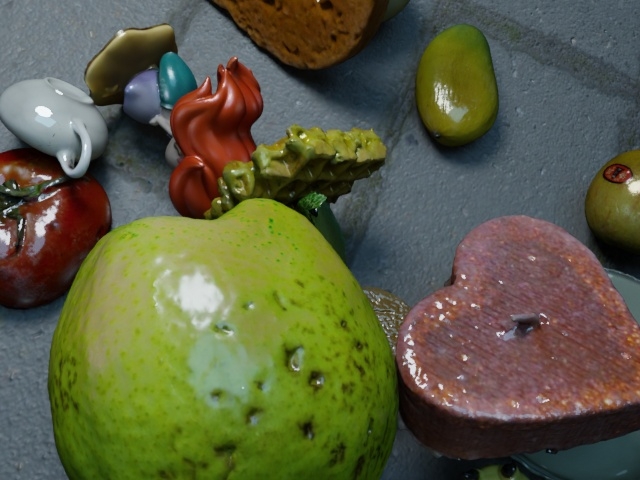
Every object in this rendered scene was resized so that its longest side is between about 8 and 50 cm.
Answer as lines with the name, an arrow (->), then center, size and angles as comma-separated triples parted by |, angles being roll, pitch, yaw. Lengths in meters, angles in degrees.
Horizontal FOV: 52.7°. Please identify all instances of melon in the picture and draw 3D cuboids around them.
melon -> 0.001, 0.000, 0.832 | 0.053, 0.262, 0.114 | -12, 71, 4

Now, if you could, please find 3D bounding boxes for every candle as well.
candle -> 0.244, 0.121, 0.745 | 0.287, 0.131, 0.317 | 31, 57, 24

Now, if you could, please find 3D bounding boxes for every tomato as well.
tomato -> -0.397, -0.031, 0.845 | 0.227, 0.101, 0.228 | 3, 67, -8

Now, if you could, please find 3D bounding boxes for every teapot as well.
teapot -> -0.350, -0.157, 0.861 | 0.145, 0.092, 0.226 | 14, 21, -45

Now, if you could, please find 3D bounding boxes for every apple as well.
apple -> 0.508, -0.054, 1.002 | 0.182, 0.182, 0.155 | 21, 97, -3

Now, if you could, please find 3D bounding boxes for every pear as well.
pear -> -0.111, 0.134, 0.699 | 0.390, 0.391, 0.391 | 4, 68, -10

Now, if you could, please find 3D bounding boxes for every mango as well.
mango -> 0.222, -0.263, 1.072 | 0.137, 0.091, 0.238 | 3, 64, -12

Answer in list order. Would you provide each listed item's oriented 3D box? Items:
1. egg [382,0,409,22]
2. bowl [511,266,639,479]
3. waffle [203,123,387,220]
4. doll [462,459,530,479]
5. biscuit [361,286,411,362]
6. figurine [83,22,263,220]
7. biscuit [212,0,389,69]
egg -> 0.042, -0.452, 1.052 | 0.241, 0.186, 0.186 | 27, 66, 10
bowl -> 0.339, 0.203, 0.852 | 0.337, 0.158, 0.337 | -2, 47, 2
waffle -> -0.055, -0.065, 0.837 | 0.219, 0.229, 0.057 | -8, 66, -51
doll -> 0.238, 0.379, 0.767 | 0.291, 0.117, 0.086 | 68, 25, -19
biscuit -> 0.056, 0.145, 0.901 | 0.170, 0.050, 0.170 | 2, 65, -4
figurine -> -0.178, -0.170, 0.892 | 0.208, 0.181, 0.257 | -44, 83, -5
biscuit -> -0.081, -0.462, 0.952 | 0.455, 0.349, 0.078 | 53, 50, -6
